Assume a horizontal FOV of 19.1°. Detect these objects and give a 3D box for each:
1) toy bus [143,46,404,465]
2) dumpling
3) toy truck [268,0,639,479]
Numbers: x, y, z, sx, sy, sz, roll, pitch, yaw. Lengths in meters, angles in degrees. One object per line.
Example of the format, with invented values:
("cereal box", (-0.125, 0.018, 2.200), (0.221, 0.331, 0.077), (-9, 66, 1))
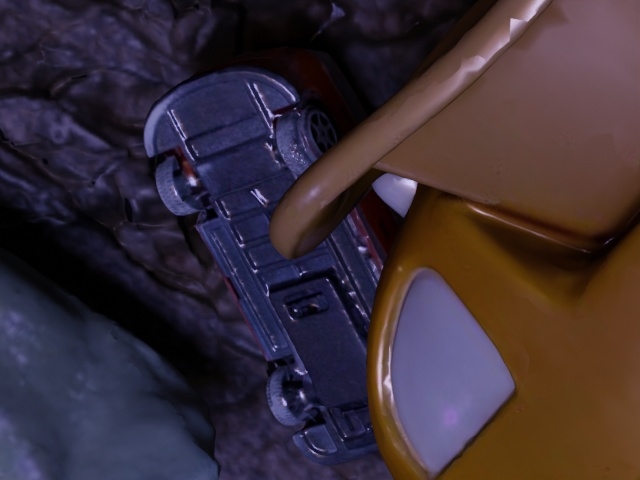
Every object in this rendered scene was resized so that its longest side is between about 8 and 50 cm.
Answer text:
("toy bus", (0.000, 0.000, 0.776), (0.079, 0.077, 0.174), (-18, 107, 30))
("dumpling", (-0.209, 0.110, 0.861), (0.320, 0.212, 0.270), (-26, 67, 45))
("toy truck", (0.120, -0.006, 0.647), (0.211, 0.204, 0.288), (41, 124, 2))
